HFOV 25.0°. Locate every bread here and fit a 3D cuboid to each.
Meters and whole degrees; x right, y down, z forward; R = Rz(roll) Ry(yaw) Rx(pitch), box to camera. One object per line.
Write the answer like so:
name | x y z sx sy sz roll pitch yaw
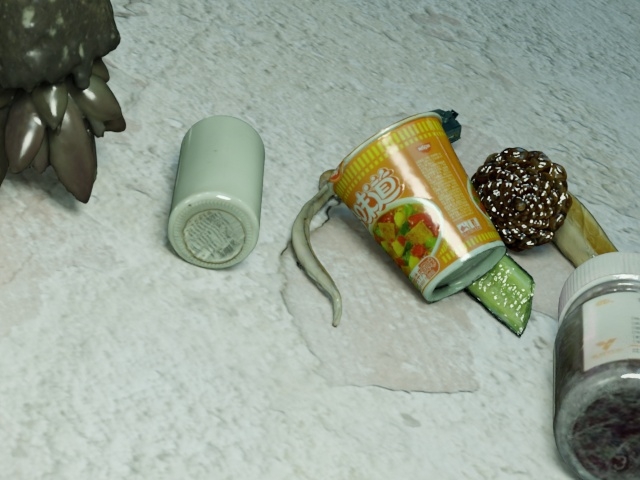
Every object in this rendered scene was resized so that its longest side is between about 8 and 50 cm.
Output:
bread | 0.337 -0.017 1.957 0.073 0.053 0.214 -4 43 -32

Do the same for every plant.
plant | -0.314 -0.203 1.571 0.181 0.320 0.194 22 34 32

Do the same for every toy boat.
toy boat | 0.136 -0.144 2.020 0.141 0.060 0.055 -23 53 -42

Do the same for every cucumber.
cucumber | 0.190 0.027 1.783 0.220 0.070 0.046 41 5 24

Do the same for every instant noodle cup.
instant noodle cup | 0.124 -0.032 1.726 0.168 0.168 0.185 -14 64 -46

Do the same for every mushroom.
mushroom | 0.000 -0.003 1.730 0.068 0.043 0.306 2 33 3

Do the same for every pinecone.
pinecone | 0.259 -0.056 1.890 0.140 0.140 0.121 27 2 7

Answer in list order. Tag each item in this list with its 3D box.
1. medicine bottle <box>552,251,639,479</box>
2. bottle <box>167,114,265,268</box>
medicine bottle | 0.340 0.139 1.601 0.165 0.165 0.273 22 31 -3
bottle | -0.118 -0.073 1.691 0.104 0.104 0.245 17 31 -11
